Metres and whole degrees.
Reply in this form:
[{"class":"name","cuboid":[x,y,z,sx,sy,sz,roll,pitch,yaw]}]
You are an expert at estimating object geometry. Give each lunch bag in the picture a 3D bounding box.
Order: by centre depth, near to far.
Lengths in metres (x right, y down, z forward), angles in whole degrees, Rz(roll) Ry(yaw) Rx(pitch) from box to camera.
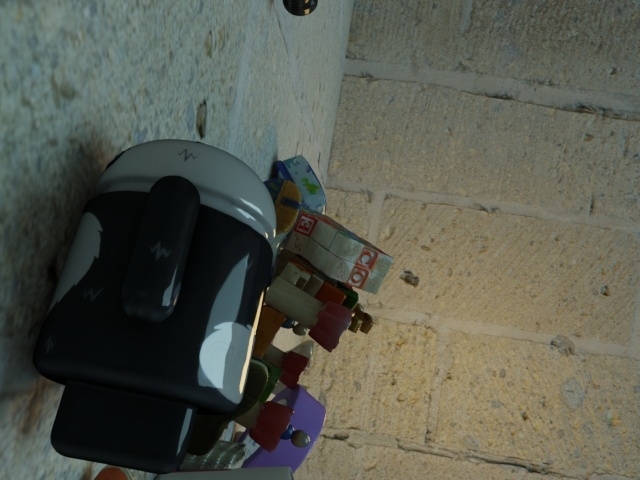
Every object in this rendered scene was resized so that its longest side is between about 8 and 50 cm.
[{"class":"lunch bag","cuboid":[-0.056,-0.100,1.529,0.219,0.090,0.176,96,-28,-57]}]

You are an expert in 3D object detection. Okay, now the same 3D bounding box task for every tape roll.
[{"class":"tape roll","cuboid":[-0.110,0.476,1.414,0.275,0.090,0.275,-48,-175,6]}]

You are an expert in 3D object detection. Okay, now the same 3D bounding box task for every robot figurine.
[{"class":"robot figurine","cuboid":[-0.137,0.047,0.512,0.173,0.209,0.278,34,59,-45]}]

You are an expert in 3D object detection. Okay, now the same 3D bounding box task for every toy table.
[{"class":"toy table","cuboid":[-0.111,0.382,1.694,0.252,0.160,0.274,94,5,-52]}]

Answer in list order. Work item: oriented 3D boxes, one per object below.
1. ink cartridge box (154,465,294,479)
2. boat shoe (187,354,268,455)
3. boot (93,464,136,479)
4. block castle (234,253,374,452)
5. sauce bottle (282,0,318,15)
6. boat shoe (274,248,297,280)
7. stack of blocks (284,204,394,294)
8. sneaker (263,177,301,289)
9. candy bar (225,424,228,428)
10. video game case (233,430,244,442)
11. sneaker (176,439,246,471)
[{"class":"ink cartridge box","cuboid":[-0.140,0.490,0.862,0.117,0.207,0.283,-138,-131,-78]},{"class":"boat shoe","cuboid":[-0.157,0.249,0.942,0.223,0.080,0.073,-53,-163,25]},{"class":"boot","cuboid":[-0.227,0.301,0.584,0.084,0.059,0.158,73,27,-70]},{"class":"block castle","cuboid":[-0.042,0.214,1.240,0.303,0.212,0.453,-59,179,4]},{"class":"sauce bottle","cuboid":[-0.043,-0.521,1.018,0.344,0.111,0.111,88,12,-71]},{"class":"boat shoe","cuboid":[-0.106,0.077,1.579,0.110,0.121,0.341,59,-19,30]},{"class":"stack of blocks","cuboid":[0.000,0.000,1.279,0.297,0.171,0.087,35,-79,56]},{"class":"sneaker","cuboid":[-0.124,0.011,1.194,0.131,0.111,0.296,108,2,-60]},{"class":"candy bar","cuboid":[-0.212,0.379,1.246,0.161,0.018,0.040,81,18,-75]},{"class":"video game case","cuboid":[-0.229,0.645,1.541,0.206,0.026,0.227,-77,173,-49]},{"class":"sneaker","cuboid":[-0.191,0.440,1.056,0.293,0.102,0.146,82,18,-77]}]
